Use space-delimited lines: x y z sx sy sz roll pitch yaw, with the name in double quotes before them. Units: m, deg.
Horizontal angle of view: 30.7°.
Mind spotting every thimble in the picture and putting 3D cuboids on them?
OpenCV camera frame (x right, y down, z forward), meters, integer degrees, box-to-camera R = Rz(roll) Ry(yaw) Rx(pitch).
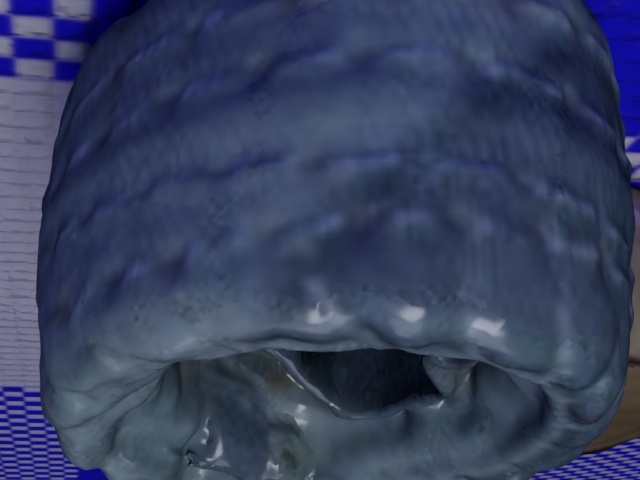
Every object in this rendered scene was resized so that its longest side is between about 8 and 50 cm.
"thimble" 0.000 0.000 0.437 0.205 0.172 0.250 14 151 -24

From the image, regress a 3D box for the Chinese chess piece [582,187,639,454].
"Chinese chess piece" 0.096 0.056 0.661 0.257 0.104 0.257 -2 159 -1
